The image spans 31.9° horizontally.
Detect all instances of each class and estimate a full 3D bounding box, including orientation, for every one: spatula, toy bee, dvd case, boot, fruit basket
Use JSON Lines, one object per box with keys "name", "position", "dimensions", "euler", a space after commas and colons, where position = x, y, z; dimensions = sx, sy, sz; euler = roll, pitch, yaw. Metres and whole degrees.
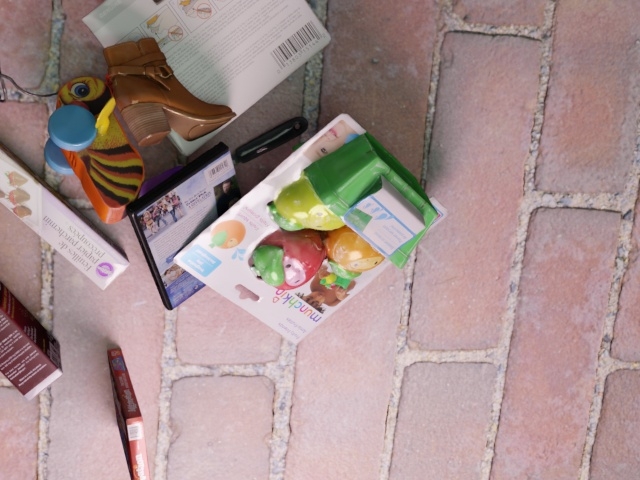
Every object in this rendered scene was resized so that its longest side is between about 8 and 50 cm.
{"name": "spatula", "position": [-0.151, -0.121, 1.795], "dimensions": [0.296, 0.030, 0.084], "euler": [-30, 108, -4]}
{"name": "toy bee", "position": [-0.341, -0.181, 1.662], "dimensions": [0.162, 0.195, 0.298], "euler": [-37, 102, -28]}
{"name": "dvd case", "position": [-0.194, -0.017, 1.724], "dimensions": [0.180, 0.022, 0.253], "euler": [-37, 146, -19]}
{"name": "boot", "position": [-0.217, -0.224, 1.632], "dimensions": [0.197, 0.073, 0.152], "euler": [-14, 77, -50]}
{"name": "fruit basket", "position": [0.000, 0.000, 1.774], "dimensions": [0.353, 0.165, 0.327], "euler": [-44, 133, 7]}

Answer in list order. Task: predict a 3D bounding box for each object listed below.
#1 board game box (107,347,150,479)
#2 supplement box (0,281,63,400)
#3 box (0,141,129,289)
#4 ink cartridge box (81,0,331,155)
{"name": "board game box", "position": [-0.297, 0.283, 1.737], "dimensions": [0.027, 0.281, 0.145], "euler": [-8, 107, -14]}
{"name": "supplement box", "position": [-0.501, 0.120, 1.720], "dimensions": [0.073, 0.130, 0.239], "euler": [-39, 112, -2]}
{"name": "box", "position": [-0.433, -0.054, 1.723], "dimensions": [0.063, 0.067, 0.324], "euler": [-45, 110, 1]}
{"name": "ink cartridge box", "position": [-0.172, -0.320, 1.700], "dimensions": [0.296, 0.066, 0.261], "euler": [-40, 112, -8]}
